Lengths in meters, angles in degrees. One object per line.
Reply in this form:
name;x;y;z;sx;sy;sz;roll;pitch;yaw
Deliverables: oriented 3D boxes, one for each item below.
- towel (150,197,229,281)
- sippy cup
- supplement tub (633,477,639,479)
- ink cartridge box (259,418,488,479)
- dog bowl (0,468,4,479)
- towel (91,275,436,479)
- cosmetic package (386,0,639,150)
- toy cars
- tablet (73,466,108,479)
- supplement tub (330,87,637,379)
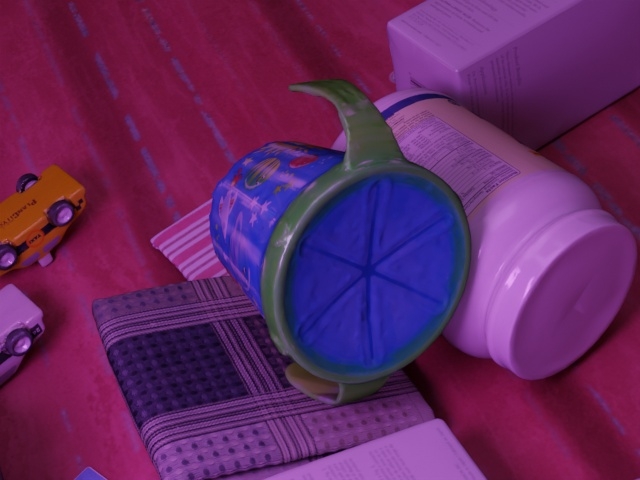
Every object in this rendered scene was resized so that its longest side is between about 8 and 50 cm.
towel;-0.118;0.013;1.619;0.144;0.029;0.197;-33;46;-19
sippy cup;0.000;0.000;1.294;0.305;0.240;0.224;-59;37;1
supplement tub;0.288;0.287;1.225;0.107;0.071;0.071;-21;45;-10
ink cartridge box;0.024;0.352;1.156;0.385;0.091;0.308;-17;44;-20
dog bowl;-0.495;0.337;1.277;0.408;0.150;0.408;-9;47;10
towel;-0.068;0.151;1.403;0.324;0.056;0.312;-8;39;-24
cosmetic package;0.294;-0.264;1.666;0.385;0.217;0.156;-31;48;-19
toy cars;-0.407;0.070;1.591;0.177;0.087;0.393;-4;48;16
tablet;-0.252;0.292;1.387;0.083;0.006;0.054;26;57;34
supplement tub;0.175;-0.011;1.426;0.235;0.235;0.325;-34;49;-20
